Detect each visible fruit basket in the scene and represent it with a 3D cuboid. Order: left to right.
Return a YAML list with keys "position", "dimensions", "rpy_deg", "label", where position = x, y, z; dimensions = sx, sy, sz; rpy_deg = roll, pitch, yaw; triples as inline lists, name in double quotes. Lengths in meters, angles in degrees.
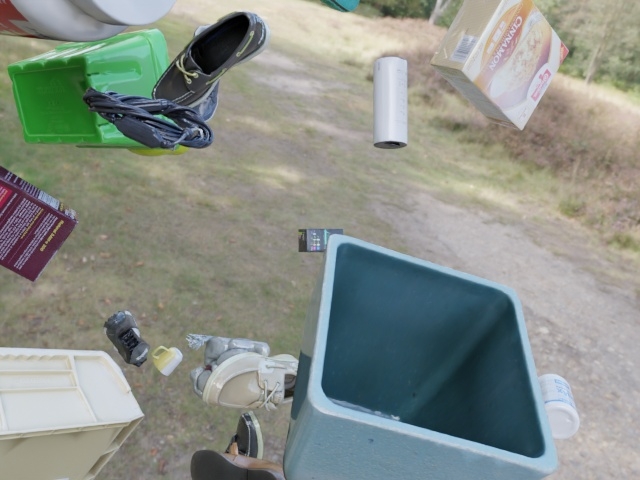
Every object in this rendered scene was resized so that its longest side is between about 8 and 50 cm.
- position: [-0.430, -0.309, 1.318]
  dimensions: [0.392, 0.282, 0.392]
  rpy_deg: [-5, 18, 2]
  label: "fruit basket"

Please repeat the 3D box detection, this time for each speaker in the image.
- position: [0.110, -0.214, 0.930]
  dimensions: [0.055, 0.136, 0.055]
  rpy_deg: [0, -4, 0]
  label: "speaker"

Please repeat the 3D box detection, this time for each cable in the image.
- position: [-0.243, -0.181, 0.837]
  dimensions: [0.185, 0.047, 0.150]
  rpy_deg: [23, 25, 9]
  label: "cable"

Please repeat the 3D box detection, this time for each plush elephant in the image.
- position: [-0.387, 0.516, 2.357]
  dimensions: [0.330, 0.255, 0.272]
  rpy_deg: [11, -10, -28]
  label: "plush elephant"

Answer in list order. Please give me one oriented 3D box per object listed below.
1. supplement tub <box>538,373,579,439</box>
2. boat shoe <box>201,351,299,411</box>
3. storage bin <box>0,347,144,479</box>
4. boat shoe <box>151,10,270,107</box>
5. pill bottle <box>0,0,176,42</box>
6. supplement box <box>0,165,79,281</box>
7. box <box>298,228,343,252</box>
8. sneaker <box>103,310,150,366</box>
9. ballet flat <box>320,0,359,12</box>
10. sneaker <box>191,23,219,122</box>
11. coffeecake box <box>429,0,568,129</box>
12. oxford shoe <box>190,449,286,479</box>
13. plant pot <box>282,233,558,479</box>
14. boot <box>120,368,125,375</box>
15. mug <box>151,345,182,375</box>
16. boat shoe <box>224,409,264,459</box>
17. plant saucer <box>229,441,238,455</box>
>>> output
- position: [0.407, 0.288, 1.031]
  dimensions: [0.071, 0.071, 0.107]
  rpy_deg: [19, 21, 8]
  label: "supplement tub"
- position: [-0.115, 0.301, 1.232]
  dimensions: [0.098, 0.109, 0.302]
  rpy_deg: [26, 8, 34]
  label: "boat shoe"
- position: [-0.400, 0.265, 0.722]
  dimensions: [0.123, 0.262, 0.260]
  rpy_deg: [48, 15, 30]
  label: "storage bin"
- position: [-0.186, -0.284, 0.936]
  dimensions: [0.081, 0.228, 0.069]
  rpy_deg: [58, 15, 5]
  label: "boat shoe"
- position: [-0.390, -0.400, 0.827]
  dimensions: [0.408, 0.229, 0.229]
  rpy_deg: [17, 21, 33]
  label: "pill bottle"
- position: [-0.537, -0.051, 0.962]
  dimensions: [0.239, 0.130, 0.073]
  rpy_deg: [37, 2, -26]
  label: "supplement box"
- position: [0.000, 0.000, 1.266]
  dimensions: [0.083, 0.052, 0.062]
  rpy_deg: [-1, 0, -19]
  label: "box"
- position: [-0.474, 0.252, 1.477]
  dimensions: [0.106, 0.234, 0.078]
  rpy_deg: [41, 62, 14]
  label: "sneaker"
- position: [-0.015, -0.556, 1.237]
  dimensions: [0.087, 0.083, 0.247]
  rpy_deg: [29, 6, 37]
  label: "ballet flat"
- position: [-0.282, -0.414, 1.449]
  dimensions: [0.086, 0.226, 0.163]
  rpy_deg: [8, -7, -12]
  label: "sneaker"
- position: [0.268, -0.271, 0.874]
  dimensions: [0.185, 0.142, 0.068]
  rpy_deg: [25, 6, -42]
  label: "coffeecake box"
- position: [-0.114, 0.359, 0.890]
  dimensions: [0.212, 0.076, 0.076]
  rpy_deg: [-2, -8, 39]
  label: "oxford shoe"
- position: [0.078, 0.189, 0.698]
  dimensions: [0.248, 0.252, 0.247]
  rpy_deg: [17, 40, -8]
  label: "plant pot"
- position: [-0.776, 0.513, 1.958]
  dimensions: [0.247, 0.161, 0.083]
  rpy_deg: [-11, 37, -36]
  label: "boot"
- position: [-0.418, 0.326, 1.621]
  dimensions: [0.062, 0.064, 0.078]
  rpy_deg: [49, -1, 25]
  label: "mug"
- position: [-0.173, 0.470, 1.283]
  dimensions: [0.073, 0.223, 0.080]
  rpy_deg: [-7, 30, -28]
  label: "boat shoe"
- position: [-0.165, 0.427, 1.120]
  dimensions: [0.013, 0.083, 0.083]
  rpy_deg: [1, 26, -13]
  label: "plant saucer"
